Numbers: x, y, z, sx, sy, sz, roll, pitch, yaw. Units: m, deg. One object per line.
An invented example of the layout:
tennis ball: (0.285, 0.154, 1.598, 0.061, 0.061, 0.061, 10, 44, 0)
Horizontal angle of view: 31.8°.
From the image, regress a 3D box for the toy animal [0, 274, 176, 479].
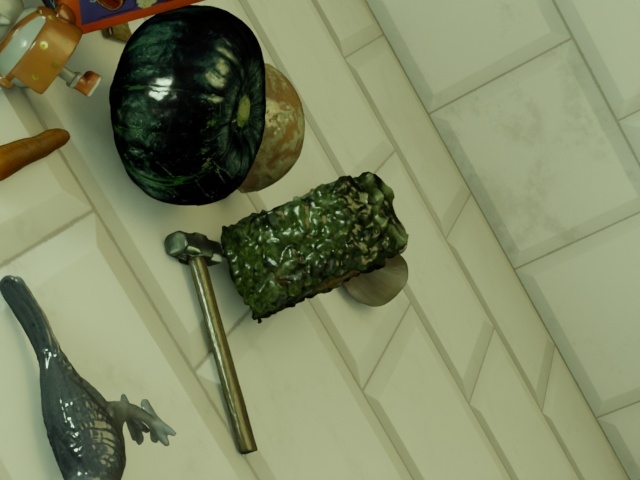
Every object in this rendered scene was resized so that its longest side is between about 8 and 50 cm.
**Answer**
toy animal: (-0.278, 0.219, 1.369, 0.206, 0.081, 0.367, 15, 52, -48)

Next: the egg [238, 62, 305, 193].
egg: (-0.123, -0.205, 2.023, 0.203, 0.203, 0.245, 36, 58, -49)

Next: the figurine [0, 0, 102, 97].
figurine: (-0.432, -0.283, 1.564, 0.271, 0.143, 0.143, 17, 43, -23)

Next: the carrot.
carrot: (-0.404, -0.121, 1.539, 0.043, 0.043, 0.248, 60, 20, -8)

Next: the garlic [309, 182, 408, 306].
garlic: (0.096, 0.006, 2.392, 0.325, 0.132, 0.279, 25, 51, -50)

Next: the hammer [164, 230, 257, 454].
hammer: (-0.161, 0.159, 1.773, 0.111, 0.043, 0.365, 19, 50, -62)

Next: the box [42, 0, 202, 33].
box: (-0.328, -0.545, 1.631, 0.318, 0.257, 0.348, 60, -22, 30)

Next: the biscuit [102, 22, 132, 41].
biscuit: (-0.361, -0.384, 1.951, 0.081, 0.018, 0.083, -6, 71, -67)

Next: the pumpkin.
pumpkin: (-0.217, -0.209, 1.770, 0.315, 0.239, 0.315, 5, 90, -79)

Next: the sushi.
sushi: (0.000, 0.000, 1.950, 0.178, 0.294, 0.352, 66, 14, 2)
